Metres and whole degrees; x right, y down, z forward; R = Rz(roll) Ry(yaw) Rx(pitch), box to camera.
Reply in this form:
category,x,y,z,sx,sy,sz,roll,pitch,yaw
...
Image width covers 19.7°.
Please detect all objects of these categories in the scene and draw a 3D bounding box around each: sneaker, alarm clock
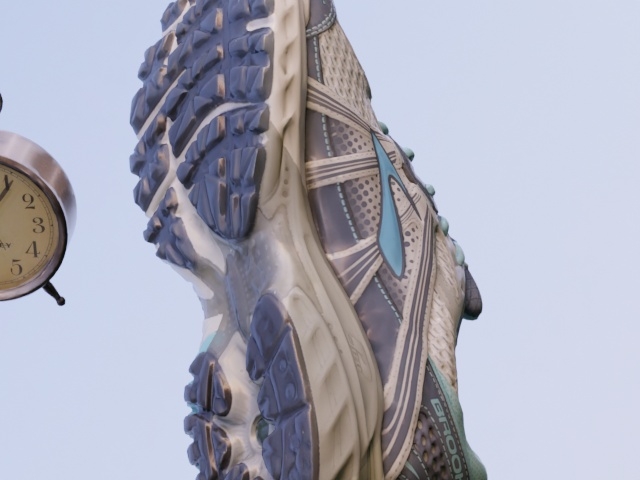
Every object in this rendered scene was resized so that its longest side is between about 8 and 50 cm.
category,x,y,z,sx,sy,sz,roll,pitch,yaw
sneaker,0.000,0.000,0.777,0.122,0.110,0.283,8,-114,-37
alarm clock,-0.252,-0.038,1.394,0.064,0.129,0.192,-81,-8,-57
